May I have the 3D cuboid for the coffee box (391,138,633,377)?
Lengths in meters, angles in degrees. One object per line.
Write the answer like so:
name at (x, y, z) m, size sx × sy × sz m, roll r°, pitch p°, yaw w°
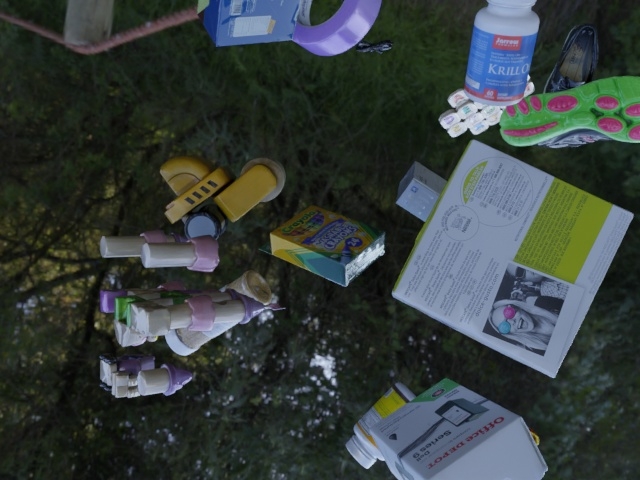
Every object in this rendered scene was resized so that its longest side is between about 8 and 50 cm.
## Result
coffee box at (0.366, 0.040, 1.290) m, size 0.334 × 0.338 × 0.337 m, roll 27°, pitch 178°, yaw 8°

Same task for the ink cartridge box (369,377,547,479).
ink cartridge box at (0.250, 0.394, 1.179) m, size 0.211 × 0.122 × 0.289 m, roll -30°, pitch -172°, yaw -13°

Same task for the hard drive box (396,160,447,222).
hard drive box at (0.337, -0.107, 1.747) m, size 0.232 × 0.089 × 0.181 m, roll 32°, pitch -155°, yaw -3°

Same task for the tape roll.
tape roll at (0.020, -0.624, 1.597) m, size 0.274 × 0.275 × 0.090 m, roll 19°, pitch -177°, yaw 36°

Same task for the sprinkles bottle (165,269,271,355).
sprinkles bottle at (-0.316, 0.225, 1.896) m, size 0.121 × 0.355 × 0.121 m, roll 44°, pitch -154°, yaw -28°

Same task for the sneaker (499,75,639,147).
sneaker at (0.764, -0.357, 1.756) m, size 0.482 × 0.185 × 0.202 m, roll 5°, pitch -172°, yaw 31°

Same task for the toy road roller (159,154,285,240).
toy road roller at (-0.276, -0.155, 1.663) m, size 0.241 × 0.329 × 0.202 m, roll 54°, pitch -176°, yaw -9°

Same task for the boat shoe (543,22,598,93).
boat shoe at (0.783, -0.504, 1.916) m, size 0.127 × 0.340 × 0.113 m, roll 20°, pitch -170°, yaw 7°

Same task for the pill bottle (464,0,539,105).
pill bottle at (0.361, -0.391, 1.226) m, size 0.124 × 0.222 × 0.124 m, roll 0°, pitch -145°, yaw 0°

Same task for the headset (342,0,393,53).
headset at (0.162, -0.841, 2.117) m, size 0.185 × 0.394 × 0.243 m, roll 1°, pitch 178°, yaw 14°

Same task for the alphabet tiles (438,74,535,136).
alphabet tiles at (0.500, -0.410, 1.861) m, size 0.284 × 0.021 × 0.278 m, roll -29°, pitch 152°, yaw 20°

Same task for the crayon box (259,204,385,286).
crayon box at (0.000, 0.000, 1.812) m, size 0.323 × 0.083 × 0.203 m, roll 21°, pitch -140°, yaw 32°

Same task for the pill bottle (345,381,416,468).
pill bottle at (0.168, 0.476, 1.585) m, size 0.117 × 0.215 × 0.117 m, roll 45°, pitch 178°, yaw 2°

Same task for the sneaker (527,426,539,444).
sneaker at (0.480, 0.520, 1.603) m, size 0.175 × 0.064 × 0.067 m, roll -14°, pitch -173°, yaw -7°

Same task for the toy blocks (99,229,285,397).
toy blocks at (-0.253, 0.137, 1.183) m, size 0.260 × 0.309 × 0.288 m, roll -1°, pitch -176°, yaw -37°

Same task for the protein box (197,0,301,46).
protein box at (-0.161, -0.579, 1.434) m, size 0.201 × 0.200 × 0.136 m, roll -15°, pitch -123°, yaw -26°
